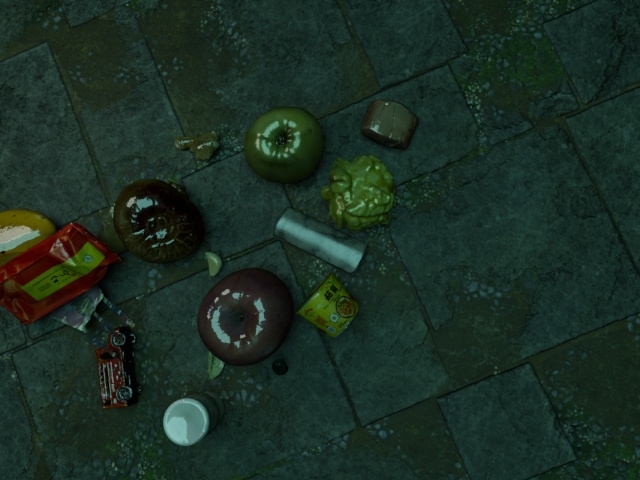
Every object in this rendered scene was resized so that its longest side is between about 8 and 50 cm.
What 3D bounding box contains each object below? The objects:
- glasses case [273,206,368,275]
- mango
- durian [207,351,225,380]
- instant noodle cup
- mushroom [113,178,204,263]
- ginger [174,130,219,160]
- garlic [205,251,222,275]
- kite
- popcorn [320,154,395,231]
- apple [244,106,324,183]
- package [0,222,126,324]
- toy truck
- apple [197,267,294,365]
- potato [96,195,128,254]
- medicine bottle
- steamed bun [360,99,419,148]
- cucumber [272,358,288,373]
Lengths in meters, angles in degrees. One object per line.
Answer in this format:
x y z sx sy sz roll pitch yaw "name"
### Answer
0.000 0.000 1.909 0.300 0.060 0.114 25 85 7 "glasses case"
-1.009 -0.011 1.939 0.291 0.160 0.190 -15 64 3 "mango"
-0.333 0.386 1.884 0.052 0.066 0.130 1 92 5 "durian"
0.031 0.209 1.830 0.144 0.182 0.182 42 88 0 "instant noodle cup"
-0.514 -0.065 1.885 0.297 0.163 0.278 35 79 -20 "mushroom"
-0.416 -0.314 1.983 0.166 0.067 0.096 -4 82 17 "ginger"
-0.352 0.076 1.939 0.053 0.041 0.083 -7 90 8 "garlic"
-0.741 0.225 1.896 0.361 0.022 0.204 28 80 28 "kite"
0.129 -0.145 1.861 0.255 0.195 0.256 32 87 -2 "popcorn"
-0.114 -0.302 1.875 0.263 0.262 0.262 -1 83 4 "apple"
-0.845 0.100 1.872 0.424 0.123 0.196 -31 125 8 "package"
-0.652 0.407 1.883 0.114 0.107 0.252 -10 82 2 "toy truck"
-0.226 0.233 1.809 0.306 0.235 0.305 -1 84 9 "apple"
-0.651 -0.056 1.946 0.120 0.100 0.261 28 86 8 "potato"
-0.375 0.531 1.780 0.139 0.237 0.138 -1 83 6 "medicine bottle"
0.226 -0.382 1.924 0.175 0.106 0.144 21 79 -7 "steamed bun"
-0.129 0.399 1.850 0.048 0.105 0.048 0 73 1 "cucumber"
